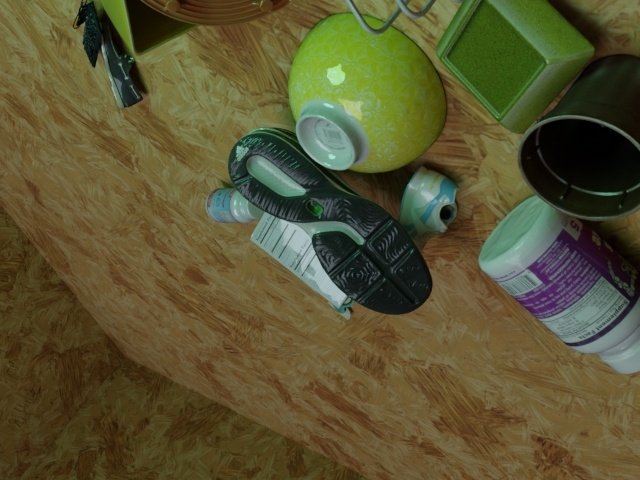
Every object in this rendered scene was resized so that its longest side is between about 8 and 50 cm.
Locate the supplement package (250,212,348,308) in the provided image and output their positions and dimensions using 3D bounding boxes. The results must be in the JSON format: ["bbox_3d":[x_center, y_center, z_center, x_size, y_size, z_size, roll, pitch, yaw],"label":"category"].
[{"bbox_3d":[0.000,0.000,1.442,0.244,0.139,0.134,38,124,8],"label":"supplement package"}]

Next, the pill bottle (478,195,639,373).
[{"bbox_3d":[0.423,0.077,1.109,0.301,0.169,0.169,41,151,-6],"label":"pill bottle"}]

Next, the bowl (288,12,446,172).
[{"bbox_3d":[0.048,-0.209,1.130,0.289,0.156,0.289,27,149,18],"label":"bowl"}]

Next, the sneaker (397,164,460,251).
[{"bbox_3d":[0.200,-0.038,1.275,0.092,0.087,0.229,26,151,17],"label":"sneaker"}]

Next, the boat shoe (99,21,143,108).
[{"bbox_3d":[-0.452,-0.398,1.524,0.075,0.065,0.206,-121,19,-49],"label":"boat shoe"}]

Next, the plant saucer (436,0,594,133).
[{"bbox_3d":[0.242,-0.252,0.917,0.188,0.045,0.188,50,153,11],"label":"plant saucer"}]

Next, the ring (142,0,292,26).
[{"bbox_3d":[-0.136,-0.431,0.919,0.336,0.032,0.336,-9,143,-7],"label":"ring"}]

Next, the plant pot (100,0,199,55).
[{"bbox_3d":[-0.278,-0.468,1.087,0.187,0.212,0.212,44,154,22],"label":"plant pot"}]

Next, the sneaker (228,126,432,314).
[{"bbox_3d":[0.040,-0.067,1.292,0.447,0.257,0.169,42,110,-9],"label":"sneaker"}]

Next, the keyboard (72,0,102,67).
[{"bbox_3d":[-0.512,-0.452,1.472,0.192,0.038,0.100,-23,84,65],"label":"keyboard"}]

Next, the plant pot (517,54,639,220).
[{"bbox_3d":[0.365,-0.141,0.868,0.167,0.165,0.167,28,150,18],"label":"plant pot"}]

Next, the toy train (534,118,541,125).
[{"bbox_3d":[0.355,-0.152,1.015,0.083,0.017,0.024,40,160,-5],"label":"toy train"}]

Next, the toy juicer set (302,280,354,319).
[{"bbox_3d":[0.000,0.094,1.675,0.209,0.089,0.329,32,151,10],"label":"toy juicer set"}]

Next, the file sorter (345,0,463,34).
[{"bbox_3d":[0.148,-0.375,0.753,0.277,0.193,0.173,-4,133,50],"label":"file sorter"}]

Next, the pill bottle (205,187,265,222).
[{"bbox_3d":[-0.202,-0.086,1.645,0.160,0.087,0.087,2,135,46],"label":"pill bottle"}]
